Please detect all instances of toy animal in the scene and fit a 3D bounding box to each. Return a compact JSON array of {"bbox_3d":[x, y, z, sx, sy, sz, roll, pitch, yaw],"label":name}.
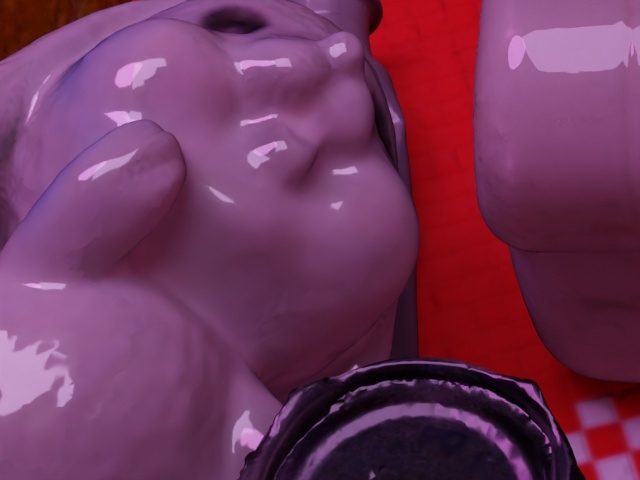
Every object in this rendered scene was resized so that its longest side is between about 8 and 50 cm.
[{"bbox_3d":[-0.067,0.042,0.682,0.289,0.174,0.249,-31,94,-30],"label":"toy animal"}]

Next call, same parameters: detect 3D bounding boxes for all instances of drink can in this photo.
[{"bbox_3d":[0.044,0.138,0.560,0.097,0.235,0.097,-7,50,9],"label":"drink can"}]

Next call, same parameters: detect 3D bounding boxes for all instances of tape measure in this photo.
[{"bbox_3d":[0.139,-0.092,0.712,0.130,0.265,0.258,-2,61,16],"label":"tape measure"}]

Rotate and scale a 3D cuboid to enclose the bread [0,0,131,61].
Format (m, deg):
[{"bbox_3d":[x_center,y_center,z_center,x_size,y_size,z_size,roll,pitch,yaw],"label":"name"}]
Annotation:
[{"bbox_3d":[-0.214,-0.084,0.874,0.268,0.145,0.268,-10,47,11],"label":"bread"}]

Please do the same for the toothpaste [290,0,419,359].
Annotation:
[{"bbox_3d":[0.000,0.000,0.816,0.096,0.061,0.266,-4,57,9],"label":"toothpaste"}]
